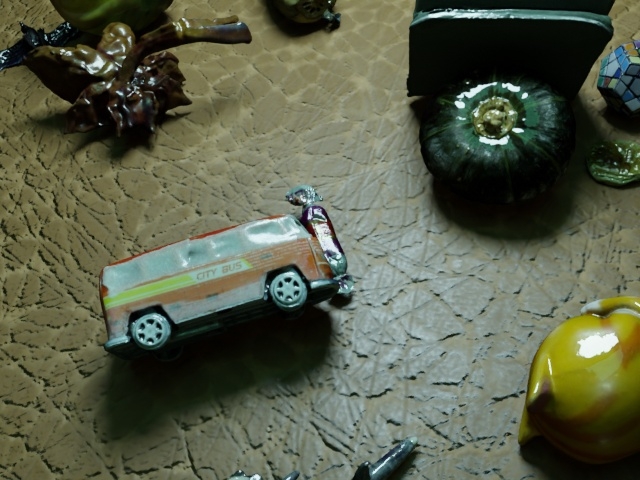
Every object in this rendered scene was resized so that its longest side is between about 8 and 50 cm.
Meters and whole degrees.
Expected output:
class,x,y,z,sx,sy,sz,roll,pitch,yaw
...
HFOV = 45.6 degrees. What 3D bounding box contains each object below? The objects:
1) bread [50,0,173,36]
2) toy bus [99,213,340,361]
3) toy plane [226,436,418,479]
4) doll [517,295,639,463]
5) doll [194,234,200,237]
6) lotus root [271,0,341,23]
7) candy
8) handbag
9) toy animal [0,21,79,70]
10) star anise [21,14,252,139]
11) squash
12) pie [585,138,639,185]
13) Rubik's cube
class,x,y,z,sx,sy,sz,roll,pitch,yaw
bread,-0.341,-0.402,1.244,0.158,0.156,0.261,38,29,13
toy bus,-0.117,0.052,0.873,0.265,0.121,0.120,-17,76,-5
toy plane,0.002,0.263,0.730,0.262,0.088,0.192,-39,56,-22
doll,0.334,0.140,0.740,0.270,0.166,0.162,2,50,13
doll,-0.158,0.017,0.968,0.093,0.051,0.061,9,60,16
lotus root,-0.045,-0.460,1.281,0.123,0.124,0.241,-11,51,-15
candy,0.000,0.000,0.968,0.045,0.043,0.175,-19,56,-4
handbag,0.241,-0.260,1.009,0.247,0.260,0.079,4,78,6
toy animal,-0.487,-0.337,1.294,0.220,0.062,0.108,-33,37,-16
star anise,-0.269,-0.262,1.143,0.346,0.148,0.237,-12,48,10
squash,0.224,-0.133,0.973,0.193,0.156,0.193,2,70,-4
pie,0.395,-0.105,1.009,0.084,0.020,0.084,-4,52,5
Rubik's cube,0.440,-0.224,1.049,0.111,0.111,0.093,11,27,16
